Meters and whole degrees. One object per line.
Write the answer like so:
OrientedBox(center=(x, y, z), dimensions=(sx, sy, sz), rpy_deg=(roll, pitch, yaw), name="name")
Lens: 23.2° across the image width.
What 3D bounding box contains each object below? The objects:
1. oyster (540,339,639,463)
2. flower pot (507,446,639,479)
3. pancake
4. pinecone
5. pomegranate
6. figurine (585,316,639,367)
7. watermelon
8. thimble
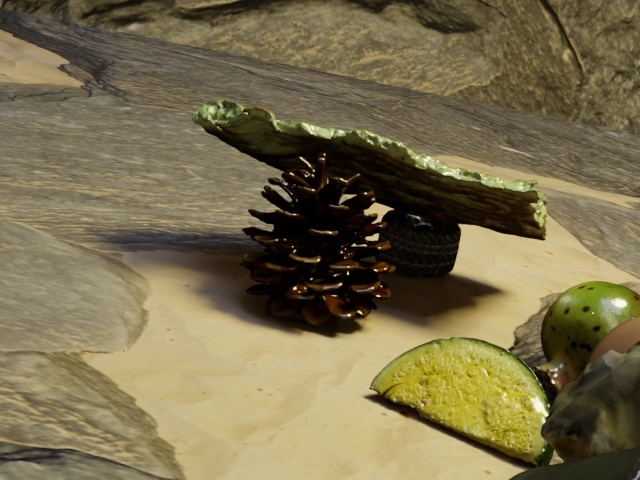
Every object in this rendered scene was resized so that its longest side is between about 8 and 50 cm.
OrientedBox(center=(0.244, 0.113, 1.008), dimensions=(0.110, 0.341, 0.166), rpy_deg=(42, 31, -20), name="oyster")
OrientedBox(center=(0.177, 0.206, 0.893), dimensions=(0.235, 0.235, 0.148), rpy_deg=(-2, -1, -42), name="flower pot")
OrientedBox(center=(0.068, -0.087, 1.722), dimensions=(0.427, 0.067, 0.305), rpy_deg=(16, -8, -2), name="pancake")
OrientedBox(center=(-0.004, -0.006, 1.596), dimensions=(0.163, 0.165, 0.163), rpy_deg=(-1, 10, 0), name="pinecone")
OrientedBox(center=(0.271, 0.104, 1.517), dimensions=(0.130, 0.130, 0.130), rpy_deg=(11, 14, -3), name="pomegranate")
OrientedBox(center=(0.426, 0.146, 1.212), dimensions=(0.388, 0.276, 0.248), rpy_deg=(3, 59, -15), name="figurine")
OrientedBox(center=(0.143, 0.148, 1.390), dimensions=(0.181, 0.075, 0.092), rpy_deg=(19, 60, 32), name="watermelon")
OrientedBox(center=(0.117, 0.004, 1.860), dimensions=(0.095, 0.066, 0.104), rpy_deg=(14, 17, 13), name="thimble")
